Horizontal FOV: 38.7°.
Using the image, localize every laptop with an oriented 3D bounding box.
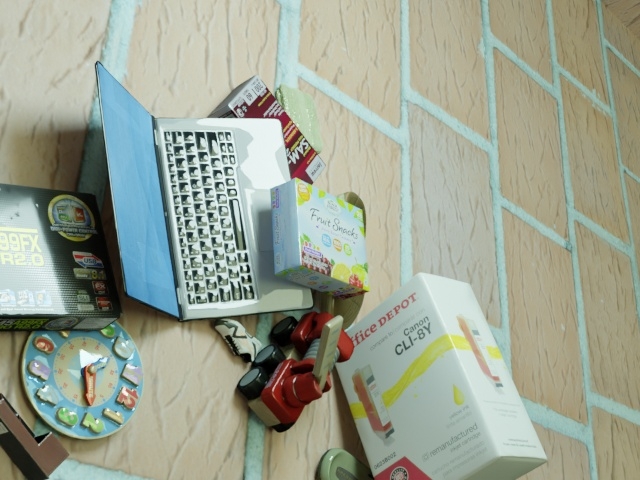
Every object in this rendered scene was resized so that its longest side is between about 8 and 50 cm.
[{"bbox_3d":[-0.182,-0.075,1.548,0.408,0.236,0.382,-3,74,-26],"label":"laptop"}]

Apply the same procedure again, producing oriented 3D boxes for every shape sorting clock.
[{"bbox_3d":[-0.357,0.200,1.390,0.206,0.040,0.206,24,55,-40],"label":"shape sorting clock"}]

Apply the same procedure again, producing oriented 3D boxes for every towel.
[{"bbox_3d":[-0.045,-0.262,1.970,0.110,0.027,0.148,8,67,-45],"label":"towel"}]

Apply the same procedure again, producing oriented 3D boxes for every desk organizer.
[{"bbox_3d":[-0.418,0.273,1.283,0.130,0.047,0.050,57,38,-13],"label":"desk organizer"}]

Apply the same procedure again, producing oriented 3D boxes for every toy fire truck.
[{"bbox_3d":[-0.010,0.201,1.616,0.158,0.246,0.217,53,42,-17],"label":"toy fire truck"}]

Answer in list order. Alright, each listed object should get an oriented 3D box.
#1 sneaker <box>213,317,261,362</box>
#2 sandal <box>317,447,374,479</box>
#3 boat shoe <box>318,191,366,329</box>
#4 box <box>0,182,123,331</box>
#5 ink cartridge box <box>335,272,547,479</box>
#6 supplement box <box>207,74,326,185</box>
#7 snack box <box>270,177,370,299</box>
[{"bbox_3d":[-0.149,0.179,1.633,0.109,0.040,0.043,41,48,-27],"label":"sneaker"},{"bbox_3d":[0.118,0.493,1.746,0.303,0.086,0.120,37,48,-32],"label":"sandal"},{"bbox_3d":[0.026,0.045,1.853,0.109,0.098,0.302,36,50,-47],"label":"boat shoe"},{"bbox_3d":[-0.439,0.024,1.344,0.270,0.060,0.216,6,60,-47],"label":"box"},{"bbox_3d":[0.206,0.296,1.719,0.160,0.279,0.384,15,44,-43],"label":"ink cartridge box"},{"bbox_3d":[-0.105,-0.197,1.836,0.239,0.073,0.130,52,43,-18],"label":"supplement box"},{"bbox_3d":[0.000,0.000,1.690,0.207,0.070,0.174,25,54,-48],"label":"snack box"}]
